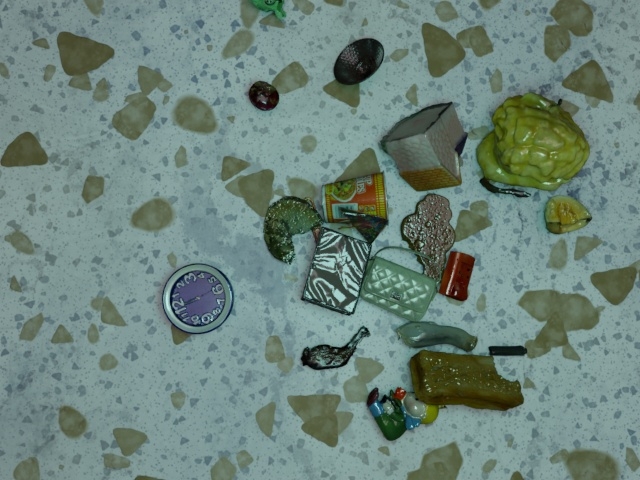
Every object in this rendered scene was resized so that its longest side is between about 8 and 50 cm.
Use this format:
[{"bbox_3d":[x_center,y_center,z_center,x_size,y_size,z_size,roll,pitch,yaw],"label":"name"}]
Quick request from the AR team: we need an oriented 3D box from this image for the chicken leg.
[{"bbox_3d":[0.058,0.370,1.906,0.253,0.051,0.106,-22,82,-7],"label":"chicken leg"}]

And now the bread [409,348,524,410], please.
[{"bbox_3d":[0.476,0.453,1.864,0.379,0.109,0.185,10,49,-15],"label":"bread"}]

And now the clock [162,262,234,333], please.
[{"bbox_3d":[-0.400,0.190,1.882,0.230,0.083,0.231,0,88,-2],"label":"clock"}]

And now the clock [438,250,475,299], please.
[{"bbox_3d":[0.467,0.120,1.913,0.113,0.061,0.155,21,82,-39],"label":"clock"}]

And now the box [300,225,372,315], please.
[{"bbox_3d":[0.052,0.100,1.857,0.188,0.153,0.253,19,84,-2],"label":"box"}]

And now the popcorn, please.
[{"bbox_3d":[0.678,-0.297,1.866,0.349,0.349,0.382,40,123,1],"label":"popcorn"}]

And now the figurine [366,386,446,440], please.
[{"bbox_3d":[0.284,0.536,1.876,0.234,0.127,0.185,-31,80,6],"label":"figurine"}]

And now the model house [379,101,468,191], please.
[{"bbox_3d":[0.365,-0.298,1.910,0.237,0.202,0.238,-48,116,-39],"label":"model house"}]

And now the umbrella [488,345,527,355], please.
[{"bbox_3d":[0.637,0.375,1.941,0.132,0.031,0.036,1,87,-3],"label":"umbrella"}]

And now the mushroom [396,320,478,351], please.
[{"bbox_3d":[0.389,0.322,1.902,0.277,0.099,0.097,4,104,-5],"label":"mushroom"}]

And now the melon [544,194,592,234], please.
[{"bbox_3d":[0.835,-0.088,1.966,0.160,0.079,0.128,-6,66,-2],"label":"melon"}]

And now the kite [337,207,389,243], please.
[{"bbox_3d":[0.143,-0.044,1.856,0.183,0.241,0.014,-7,58,24],"label":"kite"}]

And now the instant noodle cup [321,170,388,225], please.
[{"bbox_3d":[0.115,-0.128,1.888,0.211,0.193,0.193,-5,86,6],"label":"instant noodle cup"}]

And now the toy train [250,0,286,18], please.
[{"bbox_3d":[-0.188,-0.825,1.961,0.149,0.099,0.081,17,120,4],"label":"toy train"}]

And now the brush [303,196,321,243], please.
[{"bbox_3d":[0.000,0.000,1.946,0.090,0.017,0.315,-19,87,-7],"label":"brush"}]

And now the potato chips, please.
[{"bbox_3d":[-0.104,-0.038,1.917,0.201,0.029,0.220,25,88,15],"label":"potato chips"}]

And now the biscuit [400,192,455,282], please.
[{"bbox_3d":[0.372,0.001,1.947,0.183,0.047,0.320,-9,87,0],"label":"biscuit"}]

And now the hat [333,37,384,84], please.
[{"bbox_3d":[0.146,-0.596,1.967,0.192,0.082,0.193,-13,62,26],"label":"hat"}]

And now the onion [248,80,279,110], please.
[{"bbox_3d":[-0.193,-0.487,1.935,0.107,0.097,0.107,11,62,-22],"label":"onion"}]

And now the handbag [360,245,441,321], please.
[{"bbox_3d":[0.268,0.132,1.892,0.255,0.079,0.219,22,101,0],"label":"handbag"}]
